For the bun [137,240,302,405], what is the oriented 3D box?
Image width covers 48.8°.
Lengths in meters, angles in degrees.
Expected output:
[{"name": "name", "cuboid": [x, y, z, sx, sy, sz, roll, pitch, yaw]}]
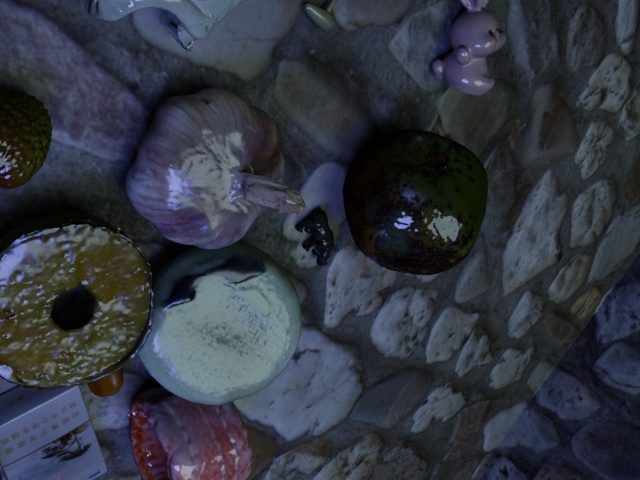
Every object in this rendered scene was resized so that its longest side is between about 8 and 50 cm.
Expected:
[{"name": "bun", "cuboid": [-0.178, 0.129, 1.192, 0.283, 0.179, 0.284, -5, 102, -24]}]

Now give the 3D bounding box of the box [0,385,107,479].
[{"name": "box", "cuboid": [-0.450, 0.331, 1.157, 0.149, 0.067, 0.233, -25, 133, -28]}]

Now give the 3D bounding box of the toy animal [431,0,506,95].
[{"name": "toy animal", "cuboid": [0.291, -0.383, 1.304, 0.124, 0.124, 0.213, -19, 134, -35]}]

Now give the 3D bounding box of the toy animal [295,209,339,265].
[{"name": "toy animal", "cuboid": [0.000, 0.000, 1.364, 0.065, 0.047, 0.136, -42, 135, -25]}]

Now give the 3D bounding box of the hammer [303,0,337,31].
[{"name": "hammer", "cuboid": [0.041, -0.425, 1.103, 0.060, 0.028, 0.195, 32, 91, -45]}]

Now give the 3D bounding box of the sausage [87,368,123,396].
[{"name": "sausage", "cuboid": [-0.360, 0.193, 1.150, 0.062, 0.054, 0.183, -53, 149, -48]}]

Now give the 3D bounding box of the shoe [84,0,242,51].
[{"name": "shoe", "cuboid": [-0.142, -0.347, 0.902, 0.341, 0.132, 0.211, -4, 126, -39]}]

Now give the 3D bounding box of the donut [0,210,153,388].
[{"name": "donut", "cuboid": [-0.363, 0.079, 1.000, 0.271, 0.107, 0.272, -15, 123, -24]}]

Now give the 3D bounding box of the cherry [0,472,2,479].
[{"name": "cherry", "cuboid": [-0.557, 0.351, 0.976, 0.213, 0.183, 0.266, -26, 119, -41]}]

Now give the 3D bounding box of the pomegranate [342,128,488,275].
[{"name": "pomegranate", "cuboid": [0.163, -0.049, 1.353, 0.284, 0.285, 0.341, -29, 162, -26]}]

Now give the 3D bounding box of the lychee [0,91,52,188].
[{"name": "lychee", "cuboid": [-0.385, -0.116, 0.840, 0.146, 0.114, 0.114, -55, 144, -20]}]

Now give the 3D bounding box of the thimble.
[{"name": "thimble", "cuboid": [-0.239, 0.364, 1.261, 0.162, 0.239, 0.239, -16, 129, -33]}]

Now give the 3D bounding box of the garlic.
[{"name": "garlic", "cuboid": [-0.126, -0.085, 1.019, 0.245, 0.253, 0.245, -31, 135, -37]}]
